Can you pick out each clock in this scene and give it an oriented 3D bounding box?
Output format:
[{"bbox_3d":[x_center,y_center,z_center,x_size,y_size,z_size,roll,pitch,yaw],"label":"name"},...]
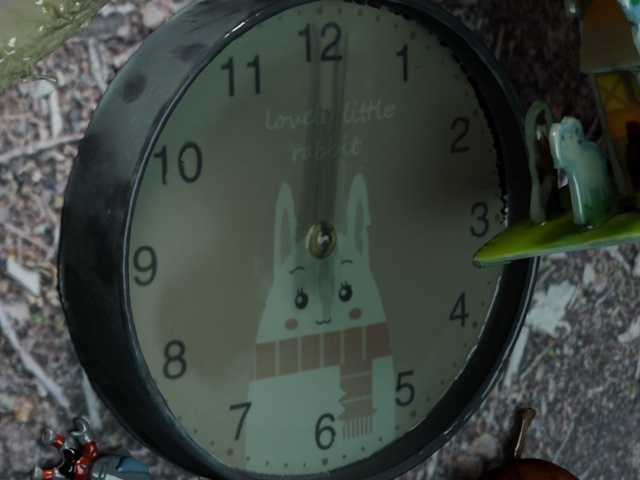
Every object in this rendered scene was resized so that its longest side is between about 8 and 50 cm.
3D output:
[{"bbox_3d":[0.000,0.000,1.316,0.386,0.076,0.386,-8,104,-34],"label":"clock"}]

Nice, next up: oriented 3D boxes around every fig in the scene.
[{"bbox_3d":[0.160,0.220,1.457,0.128,0.128,0.150,-24,84,-30],"label":"fig"}]

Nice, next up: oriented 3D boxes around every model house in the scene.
[{"bbox_3d":[0.226,-0.169,1.304,0.358,0.243,0.312,-30,105,-55],"label":"model house"}]

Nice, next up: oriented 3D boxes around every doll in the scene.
[{"bbox_3d":[-0.145,0.165,1.270,0.114,0.039,0.057,27,40,-28],"label":"doll"}]

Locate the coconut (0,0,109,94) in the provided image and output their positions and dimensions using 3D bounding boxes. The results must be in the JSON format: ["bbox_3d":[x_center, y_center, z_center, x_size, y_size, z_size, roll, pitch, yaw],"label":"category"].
[{"bbox_3d":[-0.229,-0.229,0.994,0.297,0.254,0.297,-11,124,-16],"label":"coconut"}]
